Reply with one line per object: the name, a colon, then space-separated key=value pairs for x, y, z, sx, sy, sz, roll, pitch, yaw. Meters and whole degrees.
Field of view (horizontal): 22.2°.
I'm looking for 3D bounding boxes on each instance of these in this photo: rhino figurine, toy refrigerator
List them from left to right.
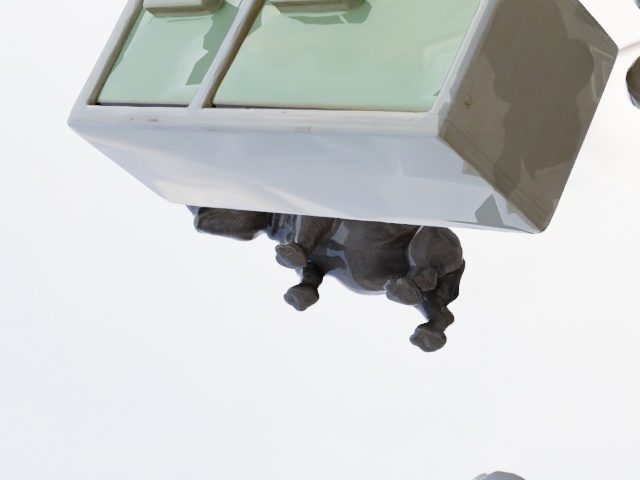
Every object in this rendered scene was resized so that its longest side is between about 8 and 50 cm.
toy refrigerator: x=-0.001 y=-0.076 z=0.796 sx=0.094 sy=0.269 sz=0.102 roll=38 pitch=-111 yaw=-38
rhino figurine: x=0.000 y=0.000 z=1.268 sx=0.106 sy=0.243 sz=0.073 roll=-59 pitch=-15 yaw=-48

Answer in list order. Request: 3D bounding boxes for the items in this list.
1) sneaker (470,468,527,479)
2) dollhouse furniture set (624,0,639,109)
sneaker: x=0.040 y=0.269 z=1.167 sx=0.123 sy=0.290 sz=0.106 roll=35 pitch=-165 yaw=24
dollhouse furniture set: x=0.137 y=-0.206 z=0.726 sx=0.242 sy=0.161 sz=0.212 roll=-76 pitch=-24 yaw=-46
